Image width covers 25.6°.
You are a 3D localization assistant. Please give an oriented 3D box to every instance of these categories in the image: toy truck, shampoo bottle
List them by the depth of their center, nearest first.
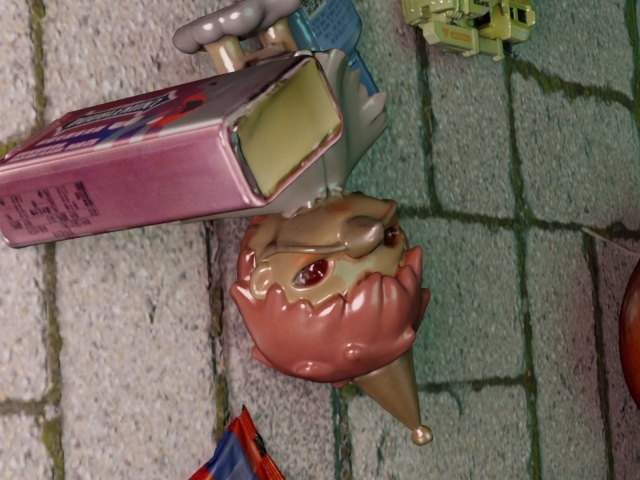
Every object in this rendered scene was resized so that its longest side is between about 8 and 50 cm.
[{"bbox_3d":[-0.022,-0.206,1.179,0.258,0.061,0.104,60,42,-26],"label":"shampoo bottle"},{"bbox_3d":[0.146,-0.227,1.391,0.169,0.077,0.100,5,77,-54],"label":"toy truck"}]

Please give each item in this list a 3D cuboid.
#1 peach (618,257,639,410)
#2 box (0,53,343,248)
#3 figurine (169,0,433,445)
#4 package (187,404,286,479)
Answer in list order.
[{"bbox_3d":[0.501,0.120,1.596,0.335,0.310,0.406,29,22,-2],"label":"peach"},{"bbox_3d":[-0.106,-0.055,0.909,0.120,0.224,0.069,-46,118,-48],"label":"box"},{"bbox_3d":[0.000,0.000,1.089,0.207,0.166,0.387,-27,102,-34],"label":"figurine"},{"bbox_3d":[-0.088,0.213,1.048,0.200,0.022,0.083,-47,121,-47],"label":"package"}]
